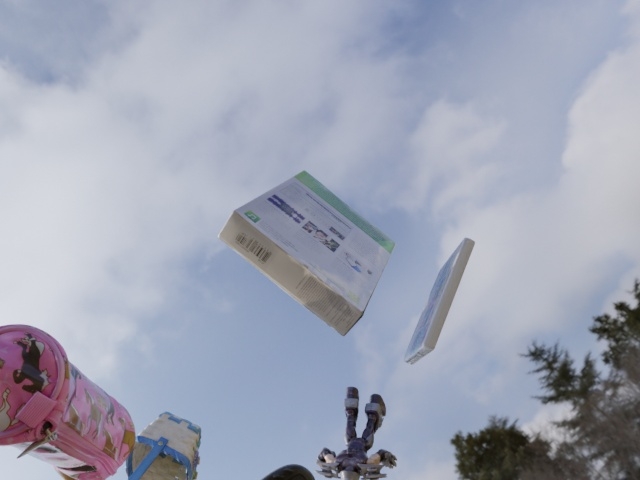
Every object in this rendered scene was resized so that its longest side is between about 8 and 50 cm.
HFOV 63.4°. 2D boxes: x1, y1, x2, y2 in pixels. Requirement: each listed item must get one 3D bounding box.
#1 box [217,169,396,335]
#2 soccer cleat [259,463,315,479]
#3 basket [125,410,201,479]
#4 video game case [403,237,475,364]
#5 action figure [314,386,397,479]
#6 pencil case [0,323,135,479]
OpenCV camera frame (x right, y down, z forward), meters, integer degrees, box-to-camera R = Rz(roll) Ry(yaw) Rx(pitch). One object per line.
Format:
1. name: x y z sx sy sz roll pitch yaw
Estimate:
1. box: 0.000 0.000 0.860 0.058 0.232 0.322 -52 -3 25
2. soccer cleat: -0.115 0.519 0.907 0.318 0.109 0.116 -56 -12 -1
3. basket: -0.453 0.643 1.430 0.289 0.201 0.254 -51 -20 -54
4. video game case: 0.161 0.088 0.712 0.143 0.019 0.157 93 -157 -69
5. action figure: 0.091 0.482 1.225 0.186 0.285 0.099 4 -61 13
6. pencil case: -0.408 0.273 0.805 0.160 0.167 0.386 -1 -32 -5
